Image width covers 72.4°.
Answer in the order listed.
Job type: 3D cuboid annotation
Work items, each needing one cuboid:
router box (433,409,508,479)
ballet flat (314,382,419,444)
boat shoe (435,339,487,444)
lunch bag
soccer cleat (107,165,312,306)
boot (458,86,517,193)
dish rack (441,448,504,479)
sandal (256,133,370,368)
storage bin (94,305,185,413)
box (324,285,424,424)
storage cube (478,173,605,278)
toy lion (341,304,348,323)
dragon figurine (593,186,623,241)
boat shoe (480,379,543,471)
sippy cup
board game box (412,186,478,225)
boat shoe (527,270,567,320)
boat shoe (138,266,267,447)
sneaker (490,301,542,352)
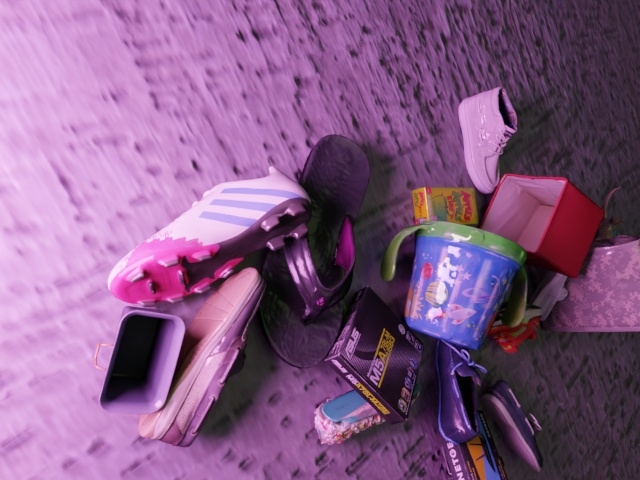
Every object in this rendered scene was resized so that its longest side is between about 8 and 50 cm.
[{"bbox_3d":[0.333,0.465,0.959,0.133,0.046,0.179,18,43,-31],"label":"router box"},{"bbox_3d":[0.088,0.328,0.851,0.240,0.091,0.077,-5,118,-30],"label":"ballet flat"},{"bbox_3d":[0.318,0.307,0.956,0.108,0.089,0.259,22,53,-25],"label":"boat shoe"},{"bbox_3d":[0.749,0.118,1.186,0.168,0.286,0.236,-15,92,-34],"label":"lunch bag"},{"bbox_3d":[-0.174,-0.015,0.696,0.330,0.116,0.143,-25,55,-18],"label":"soccer cleat"},{"bbox_3d":[0.439,-0.253,1.115,0.095,0.123,0.259,-18,95,-34],"label":"boot"},{"bbox_3d":[0.353,0.585,0.960,0.208,0.074,0.272,21,42,-30],"label":"dish rack"},{"bbox_3d":[-0.002,-0.002,0.782,0.167,0.107,0.447,18,72,-18],"label":"sandal"},{"bbox_3d":[-0.259,0.154,0.605,0.098,0.091,0.135,16,87,-32],"label":"storage bin"},{"bbox_3d":[0.112,0.213,0.833,0.184,0.045,0.191,49,39,-12],"label":"box"},{"bbox_3d":[0.554,-0.037,1.110,0.193,0.183,0.215,24,89,-30],"label":"storage cube"},{"bbox_3d":[0.026,0.169,0.846,0.096,0.034,0.100,43,63,-31],"label":"toy lion"},{"bbox_3d":[0.925,-0.020,1.426,0.144,0.085,0.290,36,59,-60],"label":"dragon figurine"},{"bbox_3d":[0.492,0.462,1.093,0.079,0.095,0.255,-38,97,-20],"label":"boat shoe"},{"bbox_3d":[0.285,0.101,0.926,0.240,0.305,0.224,38,70,-70],"label":"sippy cup"},{"bbox_3d":[0.303,-0.079,1.051,0.181,0.043,0.092,-4,87,-34],"label":"board game box"},{"bbox_3d":[0.623,0.140,1.173,0.184,0.063,0.066,-69,169,23],"label":"boat shoe"},{"bbox_3d":[-0.163,0.177,0.677,0.092,0.102,0.286,41,68,-29],"label":"boat shoe"},{"bbox_3d":[0.466,0.225,1.096,0.278,0.107,0.119,0,94,-32],"label":"sneaker"}]
